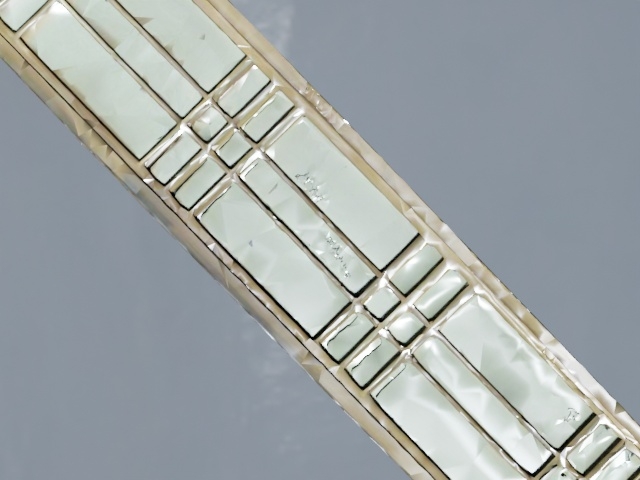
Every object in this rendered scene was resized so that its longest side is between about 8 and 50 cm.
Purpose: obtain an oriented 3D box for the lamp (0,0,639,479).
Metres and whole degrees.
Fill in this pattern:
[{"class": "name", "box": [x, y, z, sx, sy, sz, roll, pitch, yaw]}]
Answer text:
[{"class": "lamp", "box": [0.000, 0.000, 0.662, 0.325, 0.090, 0.089, 45, 89, 1]}]
